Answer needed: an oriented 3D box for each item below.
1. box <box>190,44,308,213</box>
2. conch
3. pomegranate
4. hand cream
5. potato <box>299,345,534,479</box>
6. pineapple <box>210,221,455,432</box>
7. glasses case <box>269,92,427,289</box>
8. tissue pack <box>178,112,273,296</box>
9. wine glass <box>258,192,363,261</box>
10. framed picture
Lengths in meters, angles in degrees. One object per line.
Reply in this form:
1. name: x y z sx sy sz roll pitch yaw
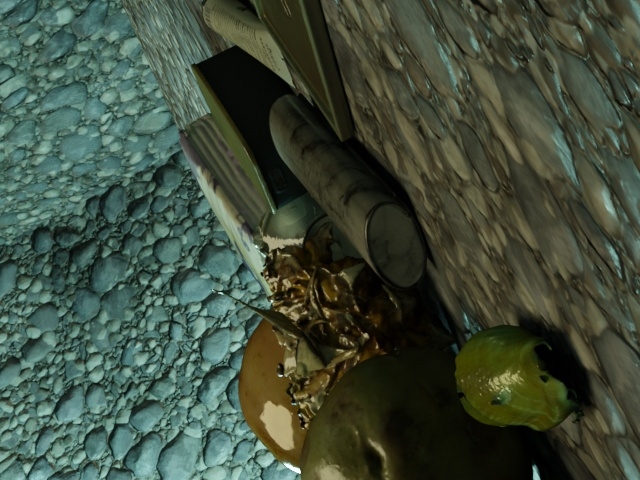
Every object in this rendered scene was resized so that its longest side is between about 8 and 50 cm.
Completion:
1. box: -0.075 -0.149 1.737 0.201 0.090 0.144 56 172 39
2. conch: 0.160 0.114 1.115 0.095 0.079 0.201 44 169 -12
3. pomegranate: 0.009 0.173 1.732 0.270 0.229 0.252 45 -169 36
4. hand cream: -0.085 -0.248 1.624 0.234 0.050 0.080 45 163 53
5. potato: 0.123 0.257 1.377 0.202 0.218 0.351 1 135 39
6. pineapple: 0.051 0.130 1.469 0.161 0.158 0.334 -10 120 39
7. glasses case: 0.024 -0.058 1.466 0.299 0.060 0.114 52 166 55
8. tissue pack: -0.094 -0.036 2.215 0.343 0.125 0.242 55 171 47
9. wine glass: 0.000 0.000 1.725 0.122 0.122 0.183 63 169 -15
10. framed picture: -0.044 -0.255 1.350 0.211 0.020 0.289 57 173 34
